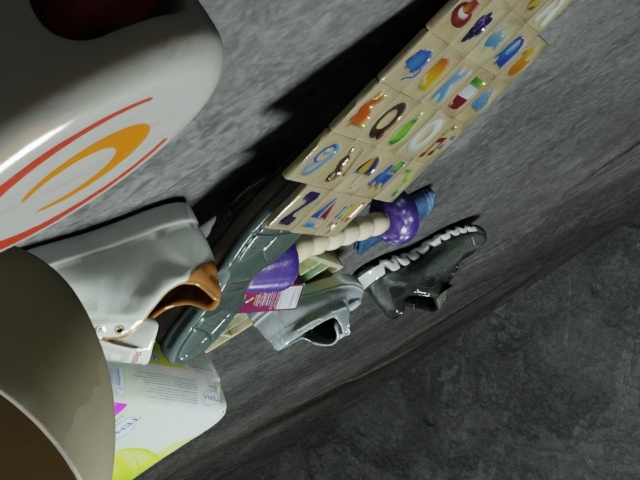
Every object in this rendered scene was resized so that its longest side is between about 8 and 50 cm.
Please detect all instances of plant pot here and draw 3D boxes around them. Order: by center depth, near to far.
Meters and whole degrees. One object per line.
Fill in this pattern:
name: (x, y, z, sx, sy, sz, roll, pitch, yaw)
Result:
plant pot: (-0.267, 0.108, 0.949, 0.284, 0.284, 0.191, -39, -161, 35)

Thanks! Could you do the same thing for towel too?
towel: (0.093, -0.025, 1.665, 0.119, 0.029, 0.067, -27, 166, -12)

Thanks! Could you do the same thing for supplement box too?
supplement box: (-0.068, 0.048, 1.465, 0.083, 0.055, 0.043, -4, 134, -26)

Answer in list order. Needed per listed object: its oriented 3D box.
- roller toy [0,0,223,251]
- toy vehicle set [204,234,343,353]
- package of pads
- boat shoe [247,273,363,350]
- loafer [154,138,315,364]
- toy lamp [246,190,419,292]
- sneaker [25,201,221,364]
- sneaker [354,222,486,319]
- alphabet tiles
roller toy: (-0.155, -0.091, 0.610, 0.209, 0.146, 0.191, -34, 177, -7)
toy vehicle set: (-0.109, 0.080, 1.609, 0.267, 0.035, 0.166, -32, 167, 10)
package of pads: (-0.283, 0.222, 1.520, 0.296, 0.101, 0.229, -35, 150, 26)
boat shoe: (-0.007, 0.099, 1.634, 0.079, 0.081, 0.227, -37, 165, 29)
loafer: (-0.088, 0.000, 1.251, 0.267, 0.084, 0.096, -52, 159, 16)
toy lamp: (0.000, 0.000, 1.454, 0.275, 0.080, 0.080, -20, 164, -43)
sneaker: (-0.217, 0.067, 1.135, 0.290, 0.123, 0.106, -23, 167, -23)
sneaker: (0.167, 0.053, 1.953, 0.234, 0.106, 0.078, -23, 166, -28)
alphabet tiles: (0.097, -0.126, 1.189, 0.342, 0.011, 0.285, -45, 163, 14)
